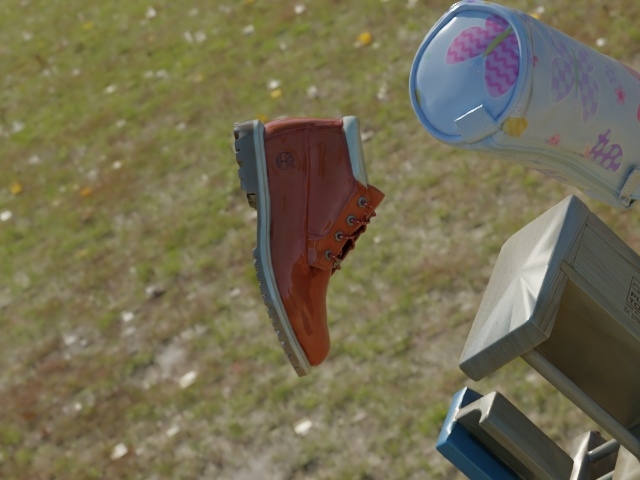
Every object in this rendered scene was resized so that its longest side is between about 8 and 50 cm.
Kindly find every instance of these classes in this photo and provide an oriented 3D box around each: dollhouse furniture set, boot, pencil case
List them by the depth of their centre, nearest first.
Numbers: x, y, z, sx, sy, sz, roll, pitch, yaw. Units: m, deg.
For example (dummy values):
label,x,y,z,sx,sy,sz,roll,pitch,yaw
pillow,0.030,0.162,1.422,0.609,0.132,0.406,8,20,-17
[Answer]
label,x,y,z,sx,sy,sz,roll,pitch,yaw
dollhouse furniture set,0.117,0.078,0.557,0.129,0.184,0.129,-38,15,40
boot,0.000,0.000,0.831,0.085,0.157,0.059,-8,-7,0
pencil case,0.190,-0.106,1.153,0.114,0.124,0.273,-8,-16,39
